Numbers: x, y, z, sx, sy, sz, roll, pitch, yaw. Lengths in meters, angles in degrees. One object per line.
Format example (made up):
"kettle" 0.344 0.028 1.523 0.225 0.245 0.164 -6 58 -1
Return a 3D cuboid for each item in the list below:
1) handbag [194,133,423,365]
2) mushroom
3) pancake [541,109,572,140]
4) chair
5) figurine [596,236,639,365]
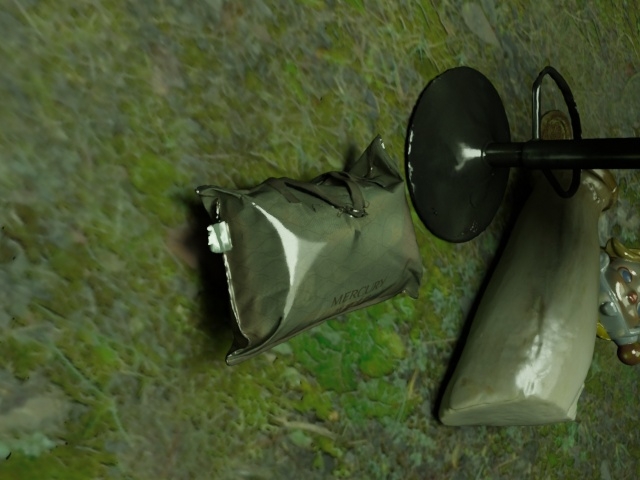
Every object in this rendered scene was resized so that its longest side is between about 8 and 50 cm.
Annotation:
"handbag" 0.000 0.000 0.772 0.271 0.117 0.182 -16 97 -43
"mushroom" 0.293 0.071 1.048 0.407 0.154 0.137 -65 150 -18
"pancake" 0.342 -0.135 1.178 0.115 0.011 0.114 -9 103 -45
"chair" 0.315 -0.092 0.877 0.227 0.401 0.226 -6 99 -44
"figurine" 0.389 0.115 1.179 0.194 0.133 0.274 43 68 -14
